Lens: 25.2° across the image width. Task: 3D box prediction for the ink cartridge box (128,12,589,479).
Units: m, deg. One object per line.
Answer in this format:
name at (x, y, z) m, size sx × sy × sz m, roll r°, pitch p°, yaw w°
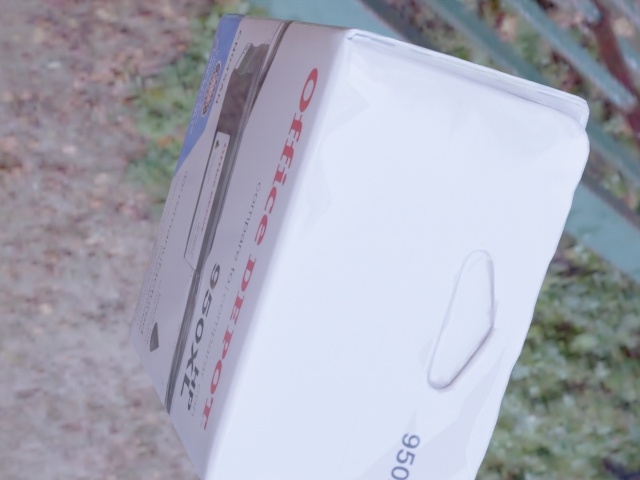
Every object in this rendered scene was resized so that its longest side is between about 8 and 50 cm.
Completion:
ink cartridge box at (0.000, 0.000, 0.999) m, size 0.166 × 0.285 × 0.395 m, roll 15°, pitch -175°, yaw -17°
